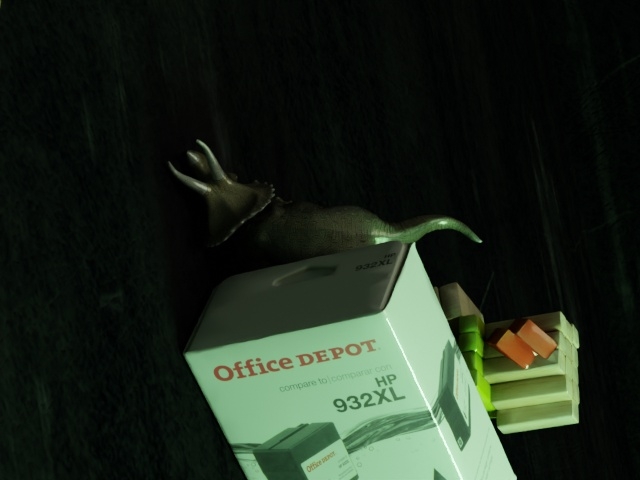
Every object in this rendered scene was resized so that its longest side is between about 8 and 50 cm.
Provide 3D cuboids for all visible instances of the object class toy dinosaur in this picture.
[{"bbox_3d":[0.000,0.000,1.979,0.160,0.313,0.121,33,73,-80],"label":"toy dinosaur"}]

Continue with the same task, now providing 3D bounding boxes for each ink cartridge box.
[{"bbox_3d":[0.033,0.176,1.935,0.307,0.223,0.129,65,26,-25],"label":"ink cartridge box"}]

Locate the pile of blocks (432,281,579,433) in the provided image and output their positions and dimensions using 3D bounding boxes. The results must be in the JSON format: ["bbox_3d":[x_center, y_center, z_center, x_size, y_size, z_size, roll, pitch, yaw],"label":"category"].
[{"bbox_3d":[0.102,0.105,2.044,0.149,0.362,0.112,-65,146,-16],"label":"pile of blocks"}]
